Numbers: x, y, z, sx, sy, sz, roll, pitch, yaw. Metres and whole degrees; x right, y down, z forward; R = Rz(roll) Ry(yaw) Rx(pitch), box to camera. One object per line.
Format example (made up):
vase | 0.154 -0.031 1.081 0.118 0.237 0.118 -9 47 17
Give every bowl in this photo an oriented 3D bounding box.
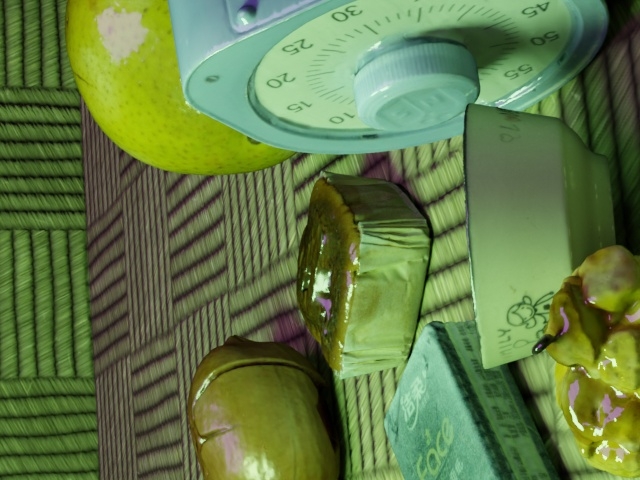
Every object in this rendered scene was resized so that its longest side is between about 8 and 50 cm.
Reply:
bowl | 0.195 -0.008 1.339 0.238 0.126 0.237 -5 -90 -80

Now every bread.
bread | 0.040 0.038 1.822 0.192 0.110 0.209 -122 38 -56

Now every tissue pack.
tissue pack | 0.158 0.233 1.561 0.257 0.081 0.185 -112 30 -41

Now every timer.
timer | 0.085 -0.194 1.399 0.395 0.395 0.173 129 134 -59

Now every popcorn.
popcorn | 0.262 0.089 1.224 0.140 0.163 0.194 -91 -21 -61

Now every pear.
pear | -0.158 -0.266 1.992 0.418 0.362 0.362 47 135 39

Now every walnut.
walnut | -0.084 0.249 2.027 0.297 0.203 0.203 65 149 33
